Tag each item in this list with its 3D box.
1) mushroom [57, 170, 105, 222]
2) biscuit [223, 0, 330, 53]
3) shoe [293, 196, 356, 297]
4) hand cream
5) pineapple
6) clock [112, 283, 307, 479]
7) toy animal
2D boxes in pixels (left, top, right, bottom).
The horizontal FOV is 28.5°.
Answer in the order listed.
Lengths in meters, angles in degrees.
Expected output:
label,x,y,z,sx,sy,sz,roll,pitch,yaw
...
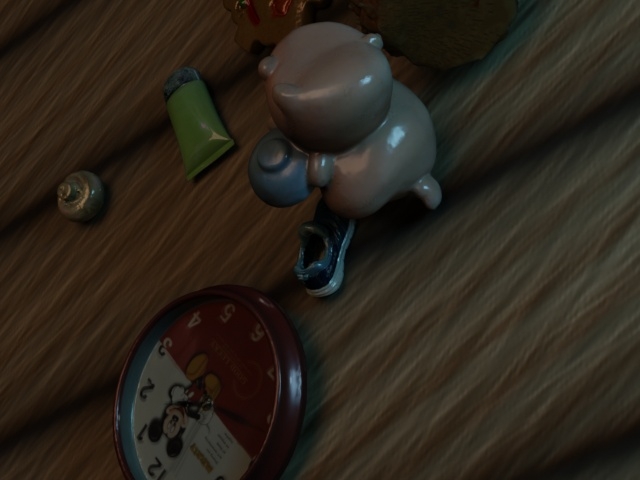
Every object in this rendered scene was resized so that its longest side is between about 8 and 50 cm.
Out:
label,x,y,z,sx,sy,sz,roll,pitch,yaw
mushroom,-0.372,-0.069,1.943,0.084,0.067,0.083,-11,69,30
biscuit,-0.047,-0.380,1.845,0.238,0.041,0.212,-54,46,7
shoe,0.000,0.000,1.613,0.064,0.071,0.143,-3,64,37
hand cream,-0.186,-0.180,1.864,0.095,0.046,0.175,-36,59,20
pineapple,0.114,-0.390,1.619,0.223,0.223,0.357,-39,41,18
clock,-0.141,0.211,1.626,0.318,0.080,0.318,-14,67,35
toy animal,0.030,-0.154,1.532,0.210,0.229,0.221,-126,36,-47
